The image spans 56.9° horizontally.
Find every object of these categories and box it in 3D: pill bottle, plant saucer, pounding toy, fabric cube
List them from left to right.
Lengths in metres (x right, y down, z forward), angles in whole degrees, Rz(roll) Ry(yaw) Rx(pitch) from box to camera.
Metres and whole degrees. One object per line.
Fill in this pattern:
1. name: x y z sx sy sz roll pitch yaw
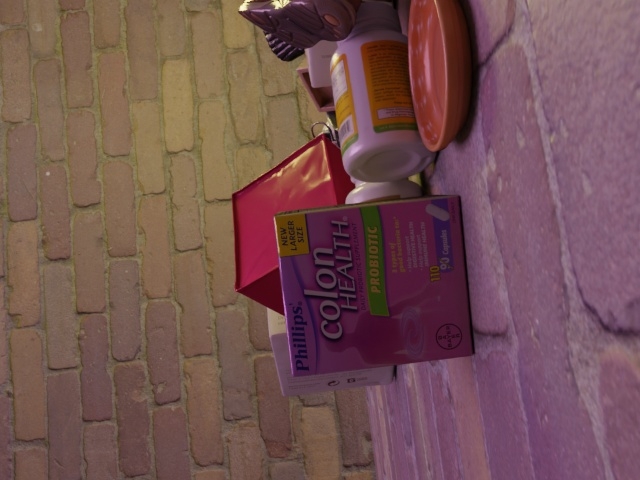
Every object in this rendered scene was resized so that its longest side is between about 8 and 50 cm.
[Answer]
1. fabric cube: 0.000 0.000 1.186 0.258 0.259 0.254 34 -144 -42
2. pounding toy: 0.057 -0.404 1.361 0.094 0.206 0.181 -58 -47 -30
3. pill bottle: 0.087 -0.224 0.885 0.136 0.136 0.246 86 177 -71
4. pill bottle: 0.109 -0.036 0.969 0.131 0.131 0.230 89 174 -80
5. plant saucer: 0.142 -0.208 0.709 0.200 0.037 0.200 172 90 -89

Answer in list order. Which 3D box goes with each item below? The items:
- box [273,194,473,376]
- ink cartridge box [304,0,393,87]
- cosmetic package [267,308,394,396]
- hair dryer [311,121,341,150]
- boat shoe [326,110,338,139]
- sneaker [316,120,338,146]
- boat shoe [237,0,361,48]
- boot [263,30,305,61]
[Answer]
1. box: 0.068 0.054 0.811 0.117 0.242 0.214 -105 9 -85
2. ink cartridge box: 0.033 -0.524 1.070 0.395 0.166 0.286 84 179 -48
3. cosmetic package: 0.023 0.179 1.687 0.328 0.329 0.394 84 180 -48
4. hair dryer: 0.089 -0.153 1.394 0.294 0.080 0.223 65 170 -17
5. boat shoe: 0.079 -0.328 1.530 0.320 0.118 0.103 -91 -10 -56
6. sneaker: 0.090 -0.239 1.755 0.331 0.122 0.146 71 -148 -48
7. boat shoe: -0.026 -0.377 0.914 0.324 0.123 0.117 29 94 55
8. boot: -0.038 -0.625 1.413 0.260 0.131 0.348 3 98 49
